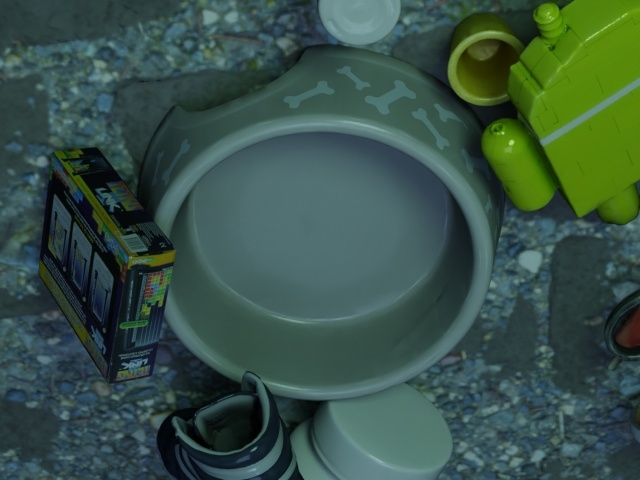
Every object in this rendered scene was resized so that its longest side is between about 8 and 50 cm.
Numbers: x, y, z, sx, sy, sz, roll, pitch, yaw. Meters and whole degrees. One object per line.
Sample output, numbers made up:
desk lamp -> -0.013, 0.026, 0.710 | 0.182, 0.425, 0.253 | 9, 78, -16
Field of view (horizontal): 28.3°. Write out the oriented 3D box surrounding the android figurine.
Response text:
android figurine -> 0.249, -0.120, 1.046 | 0.248, 0.056, 0.273 | -34, 139, 7

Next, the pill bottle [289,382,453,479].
pill bottle -> 0.012, 0.282, 1.305 | 0.161, 0.161, 0.283 | 20, 121, -13

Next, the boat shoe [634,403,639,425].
boat shoe -> 0.394, 0.144, 1.207 | 0.207, 0.073, 0.073 | -21, 140, -25

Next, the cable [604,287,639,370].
cable -> 0.361, 0.023, 1.209 | 0.140, 0.072, 0.287 | 15, 111, -11

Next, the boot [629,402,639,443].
boot -> 0.449, 0.208, 1.293 | 0.258, 0.095, 0.123 | -10, 116, 5

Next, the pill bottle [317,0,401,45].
pill bottle -> 0.030, -0.207, 1.012 | 0.065, 0.116, 0.065 | 0, 123, 0

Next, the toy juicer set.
toy juicer set -> 0.181, -0.269, 0.988 | 0.209, 0.089, 0.329 | -10, 122, 7

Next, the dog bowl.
dog bowl -> 0.000, 0.000, 1.158 | 0.349, 0.102, 0.348 | 0, 124, 0

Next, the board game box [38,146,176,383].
board game box -> -0.194, 0.020, 1.133 | 0.048, 0.170, 0.141 | -10, 131, -32

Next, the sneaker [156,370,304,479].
sneaker -> -0.098, 0.183, 1.196 | 0.099, 0.282, 0.153 | -34, 119, -18
